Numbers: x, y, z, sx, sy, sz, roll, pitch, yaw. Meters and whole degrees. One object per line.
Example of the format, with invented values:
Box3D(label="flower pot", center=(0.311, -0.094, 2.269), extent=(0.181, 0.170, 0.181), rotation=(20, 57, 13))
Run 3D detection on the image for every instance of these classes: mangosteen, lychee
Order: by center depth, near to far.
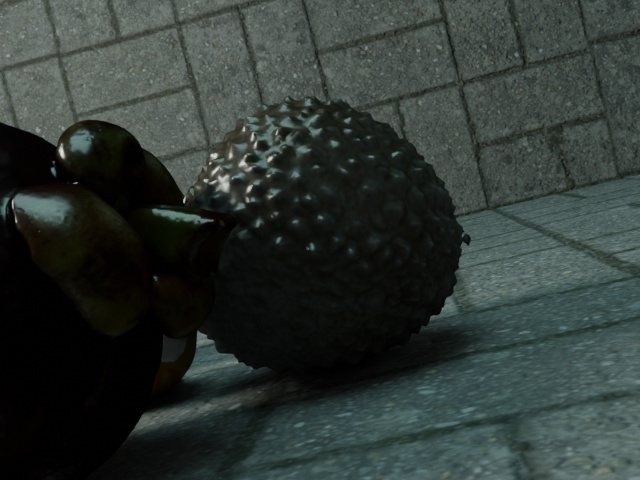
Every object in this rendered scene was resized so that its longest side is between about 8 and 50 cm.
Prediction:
Box3D(label="mangosteen", center=(-0.230, 0.040, 0.630), extent=(0.347, 0.306, 0.307), rotation=(-29, 3, 2))
Box3D(label="lychee", center=(-0.004, 0.004, 0.816), extent=(0.300, 0.300, 0.300), rotation=(-14, 3, 1))

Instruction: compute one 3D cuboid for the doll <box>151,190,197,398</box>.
Box3D(label="doll", center=(-0.216, 0.052, 0.871), extent=(0.167, 0.269, 0.162), rotation=(-13, 9, -27))
